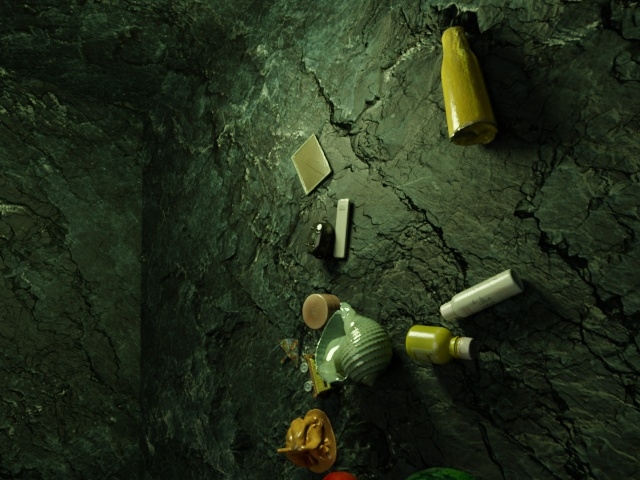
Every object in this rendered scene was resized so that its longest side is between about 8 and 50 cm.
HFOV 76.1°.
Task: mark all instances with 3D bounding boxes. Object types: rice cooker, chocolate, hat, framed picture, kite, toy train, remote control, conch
[{"bbox_3d":[0.000,0.000,1.819,0.112,0.106,0.165,9,81,58],"label":"rice cooker"},{"bbox_3d":[0.507,-0.547,1.421,0.162,0.162,0.445,-19,66,40],"label":"chocolate"},{"bbox_3d":[-0.091,0.843,1.671,0.233,0.233,0.244,46,113,39],"label":"hat"},{"bbox_3d":[-0.049,-0.372,1.993,0.189,0.023,0.260,-41,57,31],"label":"framed picture"},{"bbox_3d":[-0.147,0.525,1.936,0.183,0.010,0.160,45,110,35],"label":"kite"},{"bbox_3d":[-0.006,0.572,1.743,0.127,0.089,0.219,-28,64,26],"label":"toy train"},{"bbox_3d":[0.097,-0.053,1.797,0.067,0.029,0.261,2,86,45],"label":"remote control"},{"bbox_3d":[0.134,0.413,1.554,0.303,0.215,0.319,-41,25,24],"label":"conch"}]

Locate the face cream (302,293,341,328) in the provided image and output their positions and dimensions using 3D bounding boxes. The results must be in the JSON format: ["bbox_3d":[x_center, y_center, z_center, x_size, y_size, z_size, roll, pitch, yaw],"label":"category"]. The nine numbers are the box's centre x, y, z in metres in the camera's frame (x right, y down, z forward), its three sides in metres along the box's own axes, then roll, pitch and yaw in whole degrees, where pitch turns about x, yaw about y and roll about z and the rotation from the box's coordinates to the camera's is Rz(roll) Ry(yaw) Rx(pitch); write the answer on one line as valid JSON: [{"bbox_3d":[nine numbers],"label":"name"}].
[{"bbox_3d":[0.010,0.305,1.759,0.149,0.104,0.149,-9,77,42],"label":"face cream"}]

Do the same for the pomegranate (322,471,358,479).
[{"bbox_3d":[0.068,0.993,1.519,0.221,0.221,0.256,58,147,33],"label":"pomegranate"}]

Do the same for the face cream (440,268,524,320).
[{"bbox_3d":[0.511,0.185,1.320,0.269,0.082,0.082,-37,59,34],"label":"face cream"}]

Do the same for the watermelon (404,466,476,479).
[{"bbox_3d":[0.306,0.874,1.268,0.222,0.292,0.319,22,107,40],"label":"watermelon"}]

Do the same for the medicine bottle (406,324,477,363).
[{"bbox_3d":[0.405,0.351,1.362,0.212,0.122,0.121,-5,79,43],"label":"medicine bottle"}]
